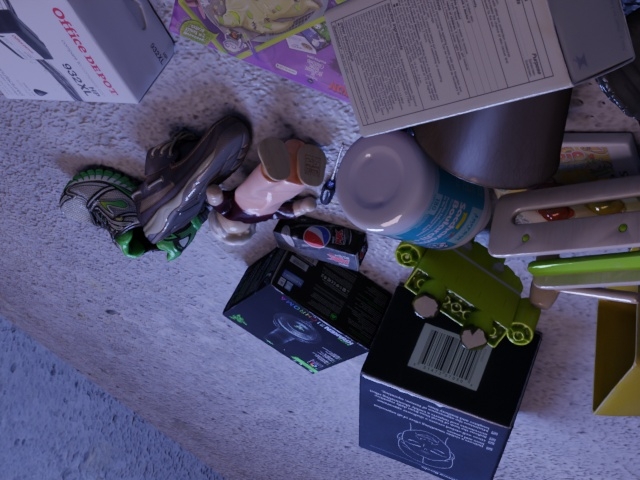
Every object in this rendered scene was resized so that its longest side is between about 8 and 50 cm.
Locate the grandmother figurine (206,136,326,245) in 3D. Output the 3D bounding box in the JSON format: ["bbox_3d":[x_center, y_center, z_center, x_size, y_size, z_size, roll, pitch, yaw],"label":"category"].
[{"bbox_3d":[-0.107,-0.076,1.699,0.208,0.104,0.342,17,155,-22],"label":"grandmother figurine"}]

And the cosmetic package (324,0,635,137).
[{"bbox_3d":[0.154,-0.218,1.018,0.309,0.113,0.160,-5,105,52],"label":"cosmetic package"}]

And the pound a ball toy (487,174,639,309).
[{"bbox_3d":[0.391,-0.004,1.341,0.208,0.135,0.319,31,155,-36],"label":"pound a ball toy"}]

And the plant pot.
[{"bbox_3d":[0.536,0.150,1.452,0.187,0.212,0.212,11,150,4],"label":"plant pot"}]

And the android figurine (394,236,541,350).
[{"bbox_3d":[0.231,0.066,1.503,0.248,0.273,0.056,35,121,5],"label":"android figurine"}]

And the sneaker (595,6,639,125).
[{"bbox_3d":[0.416,-0.170,1.108,0.130,0.109,0.286,-38,137,20],"label":"sneaker"}]

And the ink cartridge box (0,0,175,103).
[{"bbox_3d":[-0.418,-0.335,1.504,0.308,0.129,0.223,7,145,32],"label":"ink cartridge box"}]

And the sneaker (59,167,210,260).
[{"bbox_3d":[-0.401,-0.050,1.945,0.344,0.146,0.134,10,147,29],"label":"sneaker"}]

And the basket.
[{"bbox_3d":[0.227,-0.195,1.187,0.204,0.154,0.226,23,148,11],"label":"basket"}]

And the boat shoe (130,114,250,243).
[{"bbox_3d":[-0.253,-0.122,1.708,0.130,0.132,0.355,51,135,3],"label":"boat shoe"}]

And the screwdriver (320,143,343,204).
[{"bbox_3d":[0.021,-0.109,1.624,0.024,0.025,0.170,24,152,4],"label":"screwdriver"}]

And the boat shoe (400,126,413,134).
[{"bbox_3d":[0.109,-0.203,1.361,0.075,0.083,0.226,52,155,13],"label":"boat shoe"}]

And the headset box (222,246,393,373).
[{"bbox_3d":[-0.034,0.137,1.964,0.246,0.131,0.283,35,151,-14],"label":"headset box"}]

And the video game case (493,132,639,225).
[{"bbox_3d":[0.357,-0.078,1.394,0.227,0.026,0.206,5,144,35],"label":"video game case"}]

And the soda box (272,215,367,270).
[{"bbox_3d":[0.000,0.000,1.790,0.169,0.053,0.060,16,150,19],"label":"soda box"}]

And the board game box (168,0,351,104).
[{"bbox_3d":[-0.012,-0.301,1.218,0.347,0.056,0.208,23,119,7],"label":"board game box"}]

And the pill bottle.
[{"bbox_3d":[0.150,-0.065,1.393,0.146,0.146,0.264,3,174,37],"label":"pill bottle"}]

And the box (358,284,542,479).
[{"bbox_3d":[0.247,0.309,1.931,0.294,0.212,0.395,19,150,13],"label":"box"}]
